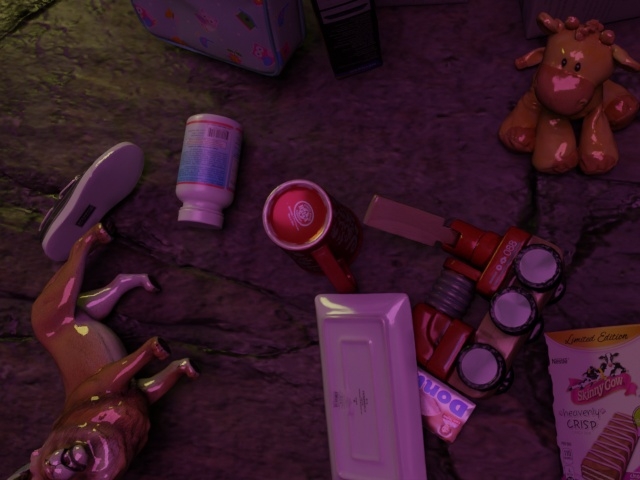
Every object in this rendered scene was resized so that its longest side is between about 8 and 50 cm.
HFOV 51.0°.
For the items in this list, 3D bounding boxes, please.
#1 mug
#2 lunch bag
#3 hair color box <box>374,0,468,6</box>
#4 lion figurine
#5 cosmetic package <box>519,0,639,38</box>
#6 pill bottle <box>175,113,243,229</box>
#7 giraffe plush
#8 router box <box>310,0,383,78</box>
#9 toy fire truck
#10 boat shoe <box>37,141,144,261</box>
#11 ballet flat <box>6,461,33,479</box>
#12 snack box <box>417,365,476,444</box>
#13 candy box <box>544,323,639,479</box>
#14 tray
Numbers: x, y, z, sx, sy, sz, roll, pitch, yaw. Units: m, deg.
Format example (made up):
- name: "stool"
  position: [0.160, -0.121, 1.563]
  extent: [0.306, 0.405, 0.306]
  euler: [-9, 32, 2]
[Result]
- name: "mug"
  position: [0.004, -0.009, 0.905]
  extent: [0.150, 0.169, 0.113]
  euler: [33, 88, 16]
- name: "lunch bag"
  position: [-0.160, -0.363, 0.978]
  extent: [0.279, 0.224, 0.107]
  euler: [25, 69, 19]
- name: "hair color box"
  position: [0.148, -0.384, 0.992]
  extent: [0.141, 0.072, 0.043]
  euler: [2, 81, 12]
- name: "lion figurine"
  position: [-0.330, 0.164, 0.957]
  extent: [0.240, 0.142, 0.392]
  euler: [-36, 53, 3]
- name: "cosmetic package"
  position: [0.362, -0.387, 0.903]
  extent: [0.184, 0.151, 0.151]
  euler: [-10, 79, 10]
- name: "pill bottle"
  position: [-0.168, -0.101, 1.003]
  extent: [0.087, 0.087, 0.160]
  euler: [6, 81, 13]
- name: "giraffe plush"
  position: [0.329, -0.203, 0.868]
  extent: [0.182, 0.170, 0.210]
  euler: [5, 81, 13]
- name: "router box"
  position: [0.004, -0.420, 0.940]
  extent: [0.081, 0.243, 0.308]
  euler: [-16, 76, 6]
- name: "toy fire truck"
  position: [0.166, 0.058, 0.880]
  extent: [0.246, 0.158, 0.217]
  euler: [30, 88, 27]
- name: "boat shoe"
  position: [-0.365, -0.072, 1.045]
  extent: [0.219, 0.078, 0.070]
  euler: [-50, 52, 0]
- name: "ballet flat"
  position: [-0.404, 0.352, 0.977]
  extent: [0.222, 0.079, 0.076]
  euler: [-31, 78, 6]
- name: "snack box"
  position: [0.119, 0.200, 0.919]
  extent: [0.178, 0.022, 0.064]
  euler: [32, 87, 16]
- name: "candy box"
  position: [0.359, 0.217, 0.792]
  extent: [0.071, 0.159, 0.233]
  euler: [4, 76, -31]
- name: "tray"
  position: [0.058, 0.204, 0.873]
  extent: [0.145, 0.030, 0.270]
  euler: [-4, 93, 34]
